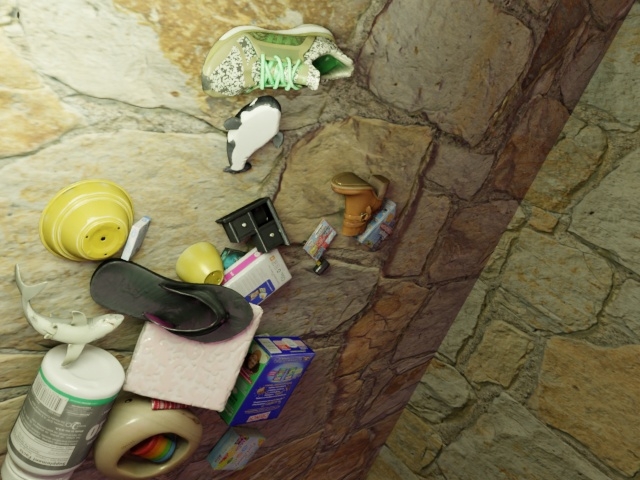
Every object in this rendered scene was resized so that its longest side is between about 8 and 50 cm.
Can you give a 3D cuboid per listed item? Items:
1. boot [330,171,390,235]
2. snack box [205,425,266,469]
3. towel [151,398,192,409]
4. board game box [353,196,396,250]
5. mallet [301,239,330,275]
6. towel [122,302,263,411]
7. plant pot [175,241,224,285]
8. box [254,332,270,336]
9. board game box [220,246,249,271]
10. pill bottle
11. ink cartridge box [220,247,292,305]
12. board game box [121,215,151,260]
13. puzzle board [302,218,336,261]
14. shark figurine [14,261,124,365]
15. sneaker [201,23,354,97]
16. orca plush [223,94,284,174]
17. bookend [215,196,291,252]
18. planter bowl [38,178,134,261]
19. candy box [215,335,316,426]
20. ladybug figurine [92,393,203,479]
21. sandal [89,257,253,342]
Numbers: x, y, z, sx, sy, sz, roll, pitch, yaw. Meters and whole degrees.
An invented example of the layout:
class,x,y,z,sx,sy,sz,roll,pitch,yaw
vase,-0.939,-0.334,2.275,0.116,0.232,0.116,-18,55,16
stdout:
class,x,y,z,sx,sy,sz,roll,pitch,yaw
boot,0.107,-0.120,1.813,0.283,0.109,0.220,-13,134,-52
snack box,-0.349,0.868,2.200,0.175,0.070,0.207,-52,147,0
towel,-0.419,0.416,1.631,0.031,0.199,0.274,-26,156,27
board game box,0.229,-0.059,2.015,0.194,0.060,0.194,-54,149,5
mallet,-0.016,0.051,1.872,0.062,0.039,0.190,-41,140,-16
towel,-0.360,0.305,1.506,0.316,0.053,0.332,22,92,-27
plant pot,-0.328,0.085,1.495,0.134,0.095,0.134,-29,139,-29
box,-0.260,0.443,1.945,0.114,0.036,0.207,-4,124,-47
board game box,-0.255,0.094,1.645,0.186,0.026,0.126,17,108,-53
pill bottle,-0.669,0.464,1.358,0.204,0.204,0.361,12,112,-52
ink cartridge box,-0.265,0.168,1.621,0.371,0.069,0.176,-40,145,-14
board game box,-0.451,-0.007,1.291,0.090,0.020,0.090,-91,-154,-72
puzzle board,0.000,0.000,1.833,0.128,0.011,0.096,-56,138,-11
shark figurine,-0.625,0.179,1.233,0.166,0.116,0.278,-51,138,-6
sneaker,-0.083,-0.414,1.244,0.410,0.182,0.158,-26,138,-31
orca plush,-0.169,-0.282,1.335,0.151,0.102,0.287,5,151,-10
bookend,-0.192,-0.022,1.507,0.157,0.072,0.156,-30,104,-27
planter bowl,-0.509,-0.023,1.199,0.217,0.090,0.217,-30,140,-29
candy box,-0.203,0.509,1.930,0.268,0.122,0.317,15,108,-54
ladybug figurine,-0.539,0.607,1.651,0.305,0.162,0.449,-33,146,-11
sandal,-0.374,0.180,1.379,0.445,0.107,0.168,20,97,-31
